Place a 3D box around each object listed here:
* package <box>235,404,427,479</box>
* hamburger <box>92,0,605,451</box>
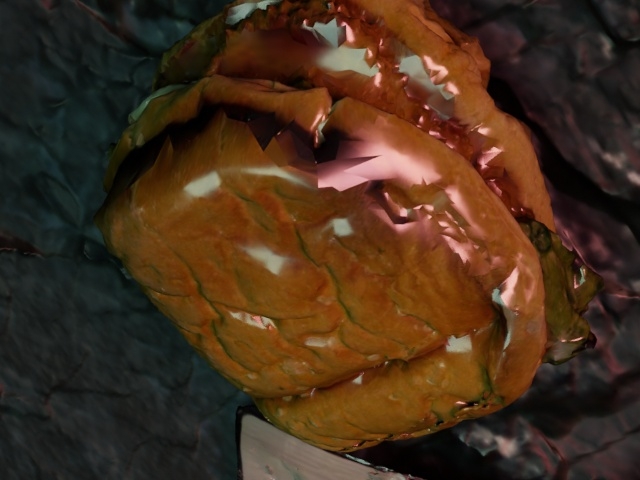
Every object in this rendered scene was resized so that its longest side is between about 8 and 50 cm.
[{"bbox_3d":[0.018,0.197,0.918,0.154,0.030,0.239,18,125,19],"label":"package"},{"bbox_3d":[0.000,0.000,0.750,0.183,0.130,0.206,-21,108,40],"label":"hamburger"}]
